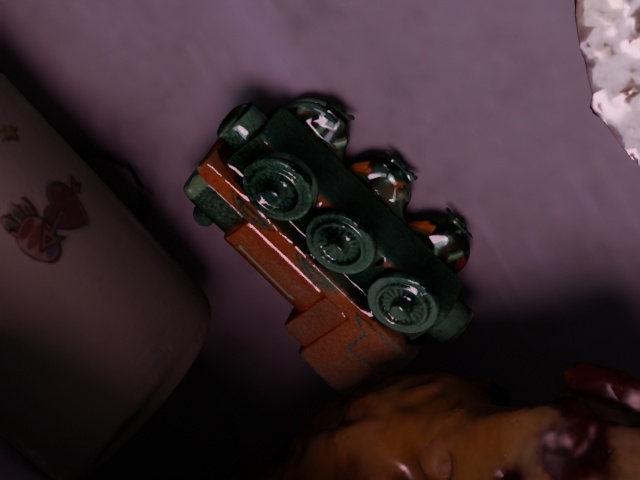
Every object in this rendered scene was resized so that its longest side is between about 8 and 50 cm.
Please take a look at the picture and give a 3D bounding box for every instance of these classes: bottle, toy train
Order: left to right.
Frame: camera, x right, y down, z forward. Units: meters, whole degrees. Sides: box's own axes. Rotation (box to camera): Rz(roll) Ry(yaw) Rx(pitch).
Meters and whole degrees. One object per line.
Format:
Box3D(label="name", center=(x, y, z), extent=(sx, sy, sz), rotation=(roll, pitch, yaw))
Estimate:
Box3D(label="bottle", center=(-0.147, -0.025, 0.625), extent=(0.110, 0.110, 0.233), rotation=(-33, 108, 31))
Box3D(label="toy train", center=(0.000, 0.000, 0.638), extent=(0.103, 0.044, 0.064), rotation=(44, 134, -13))

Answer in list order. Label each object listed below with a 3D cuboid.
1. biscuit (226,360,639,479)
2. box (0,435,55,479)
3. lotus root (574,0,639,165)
Box3D(label="biscuit", center=(0.064, 0.185, 0.650), extent=(0.289, 0.081, 0.334), rotation=(45, 139, 9))
Box3D(label="box", center=(-0.098, 0.172, 0.637), extent=(0.359, 0.091, 0.350), rotation=(40, 155, 11))
Box3D(label="lotus root", center=(0.130, -0.075, 0.524), extent=(0.122, 0.081, 0.112), rotation=(9, 122, 13))
